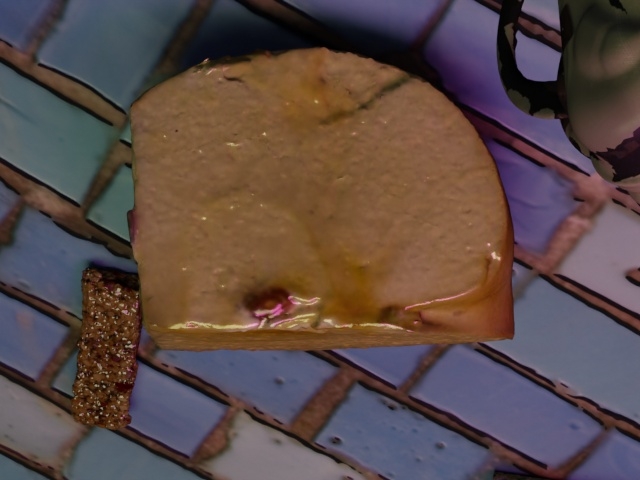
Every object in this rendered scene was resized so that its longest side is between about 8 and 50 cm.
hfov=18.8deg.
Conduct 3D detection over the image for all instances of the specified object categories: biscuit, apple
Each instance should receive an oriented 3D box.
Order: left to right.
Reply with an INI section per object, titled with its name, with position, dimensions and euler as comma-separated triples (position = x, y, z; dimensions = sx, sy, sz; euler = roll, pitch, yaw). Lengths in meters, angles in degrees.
[biscuit]
position = -0.206, 0.107, 1.877
dimensions = 0.064, 0.034, 0.199
euler = 13, 131, 3
[apple]
position = 0.000, 0.000, 1.604
dimensions = 0.309, 0.252, 0.314
euler = -5, 126, -3

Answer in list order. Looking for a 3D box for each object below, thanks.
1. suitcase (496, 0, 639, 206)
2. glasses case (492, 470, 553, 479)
[suitcase]
position = 0.265, -0.186, 1.311
dimensions = 0.339, 0.351, 0.194
euler = -28, 134, 33
[glasses case]
position = 0.294, 0.288, 1.862
dimensions = 0.272, 0.095, 0.062
euler = 7, 125, 8
